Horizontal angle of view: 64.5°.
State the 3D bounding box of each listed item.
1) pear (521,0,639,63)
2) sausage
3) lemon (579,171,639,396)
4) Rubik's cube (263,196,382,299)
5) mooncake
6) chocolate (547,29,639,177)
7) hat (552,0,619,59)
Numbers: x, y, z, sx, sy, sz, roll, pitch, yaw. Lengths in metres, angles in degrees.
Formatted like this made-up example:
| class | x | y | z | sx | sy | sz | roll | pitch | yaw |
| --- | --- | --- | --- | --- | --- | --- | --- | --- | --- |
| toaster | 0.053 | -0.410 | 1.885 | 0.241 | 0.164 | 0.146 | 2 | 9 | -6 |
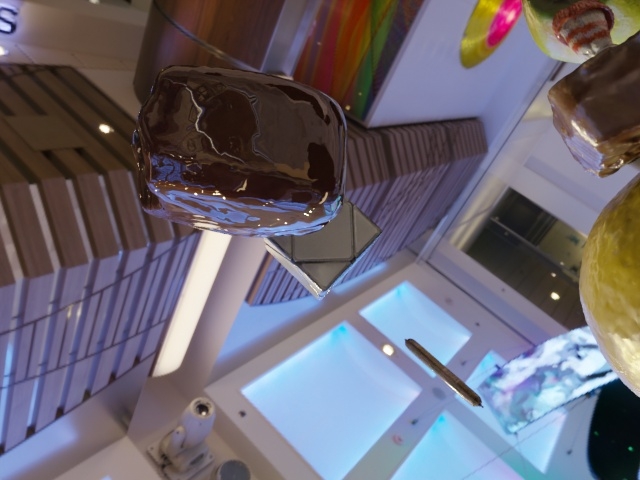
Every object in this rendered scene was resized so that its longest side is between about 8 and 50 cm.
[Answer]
| class | x | y | z | sx | sy | sz | roll | pitch | yaw |
| --- | --- | --- | --- | --- | --- | --- | --- | --- | --- |
| pear | 0.593 | -0.601 | 1.141 | 0.165 | 0.399 | 0.399 | -4 | -138 | -31 |
| sausage | 0.300 | 0.324 | 1.263 | 0.033 | 0.033 | 0.269 | -1 | -152 | -39 |
| lemon | 0.462 | 0.046 | 0.556 | 0.348 | 0.348 | 0.348 | 20 | -149 | -12 |
| Rubik's cube | 0.000 | 0.000 | 1.243 | 0.207 | 0.205 | 0.205 | 45 | 169 | 5 |
| mooncake | -0.116 | -0.098 | 0.686 | 0.326 | 0.174 | 0.334 | 0 | 175 | 34 |
| chocolate | 0.322 | -0.136 | 0.512 | 0.093 | 0.148 | 0.214 | 62 | -155 | 13 |
| hat | 0.504 | -0.362 | 0.931 | 0.112 | 0.093 | 0.162 | 9 | -124 | -19 |
